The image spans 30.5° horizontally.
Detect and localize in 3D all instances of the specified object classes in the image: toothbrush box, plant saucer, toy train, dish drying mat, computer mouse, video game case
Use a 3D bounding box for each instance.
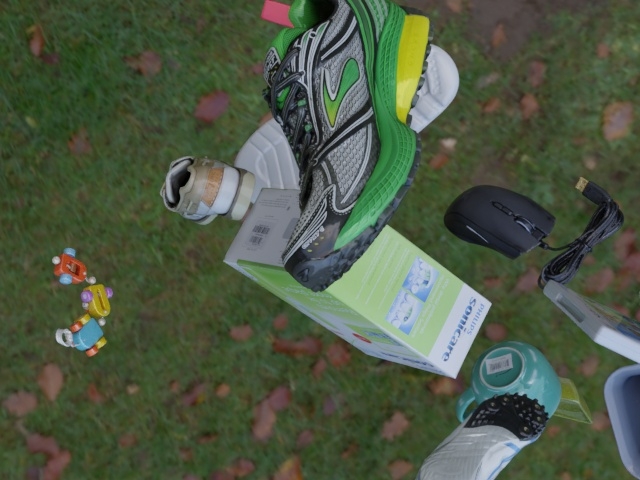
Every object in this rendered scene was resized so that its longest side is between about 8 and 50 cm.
[{"bbox_3d":[0.048,0.054,1.546,0.283,0.206,0.122,34,76,-32],"label":"toothbrush box"},{"bbox_3d":[0.409,0.281,2.191,0.188,0.188,0.045,45,60,-61],"label":"plant saucer"},{"bbox_3d":[-0.388,0.103,1.854,0.046,0.166,0.125,-21,147,32],"label":"toy train"},{"bbox_3d":[-0.049,-0.348,1.824,0.083,0.008,0.032,16,97,-2],"label":"dish drying mat"},{"bbox_3d":[0.303,-0.048,1.694,0.184,0.262,0.060,-40,131,-14],"label":"computer mouse"},{"bbox_3d":[0.385,0.122,1.396,0.212,0.193,0.023,26,100,-12],"label":"video game case"}]

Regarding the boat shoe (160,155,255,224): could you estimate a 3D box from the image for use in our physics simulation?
[{"bbox_3d":[-0.198,-0.090,1.876,0.103,0.302,0.113,18,82,-20],"label":"boat shoe"}]

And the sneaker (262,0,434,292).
[{"bbox_3d":[0.003,-0.101,1.060,0.146,0.343,0.134,22,138,-16],"label":"sneaker"}]

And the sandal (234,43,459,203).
[{"bbox_3d":[0.052,-0.171,1.935,0.416,0.102,0.169,-28,85,18],"label":"sandal"}]

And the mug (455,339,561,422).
[{"bbox_3d":[0.292,0.232,1.836,0.158,0.129,0.097,-52,135,-13],"label":"mug"}]

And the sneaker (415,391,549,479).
[{"bbox_3d":[0.206,0.277,1.531,0.237,0.085,0.086,-31,154,-33],"label":"sneaker"}]

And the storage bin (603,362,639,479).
[{"bbox_3d":[0.286,0.117,0.833,0.091,0.135,0.098,-17,92,-59],"label":"storage bin"}]
